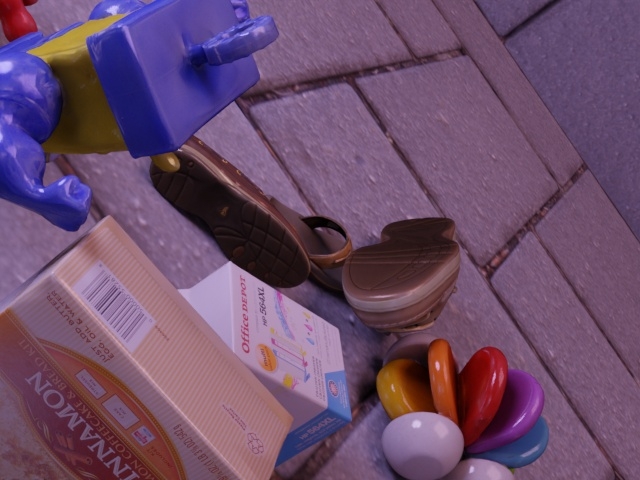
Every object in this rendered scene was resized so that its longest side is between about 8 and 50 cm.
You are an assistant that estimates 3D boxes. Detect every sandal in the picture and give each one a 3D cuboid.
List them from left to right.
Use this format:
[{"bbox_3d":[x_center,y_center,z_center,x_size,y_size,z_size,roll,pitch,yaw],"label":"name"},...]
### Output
[{"bbox_3d":[0.000,0.000,1.014,0.180,0.049,0.072,35,32,-47],"label":"sandal"}]

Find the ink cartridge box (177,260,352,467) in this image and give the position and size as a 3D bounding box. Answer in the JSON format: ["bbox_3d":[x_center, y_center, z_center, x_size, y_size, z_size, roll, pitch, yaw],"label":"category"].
[{"bbox_3d":[-0.060,0.092,0.761,0.143,0.090,0.092,35,33,-37],"label":"ink cartridge box"}]

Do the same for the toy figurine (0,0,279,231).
[{"bbox_3d":[-0.134,-0.098,0.495,0.362,0.217,0.191,-51,134,-58],"label":"toy figurine"}]

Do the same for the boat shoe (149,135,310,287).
[{"bbox_3d":[-0.072,-0.031,0.915,0.178,0.064,0.060,43,30,-17],"label":"boat shoe"}]

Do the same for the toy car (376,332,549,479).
[{"bbox_3d":[0.145,0.163,0.971,0.182,0.136,0.159,42,28,-25],"label":"toy car"}]

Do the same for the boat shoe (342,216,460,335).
[{"bbox_3d":[0.091,0.048,1.036,0.302,0.109,0.098,-46,132,-74],"label":"boat shoe"}]

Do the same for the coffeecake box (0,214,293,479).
[{"bbox_3d":[-0.132,0.100,0.519,0.142,0.185,0.068,49,26,-11],"label":"coffeecake box"}]
